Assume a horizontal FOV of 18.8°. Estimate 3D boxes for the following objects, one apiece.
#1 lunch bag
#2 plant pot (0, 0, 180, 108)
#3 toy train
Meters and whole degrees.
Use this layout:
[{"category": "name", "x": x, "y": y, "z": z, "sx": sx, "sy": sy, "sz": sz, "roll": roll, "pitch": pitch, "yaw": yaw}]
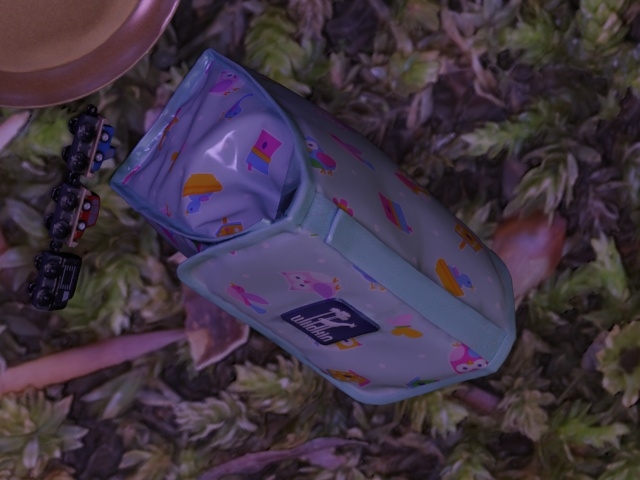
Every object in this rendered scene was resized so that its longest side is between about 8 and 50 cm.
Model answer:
[{"category": "lunch bag", "x": 0.000, "y": 0.000, "z": 1.377, "sx": 0.223, "sy": 0.262, "sz": 0.160, "roll": 37, "pitch": 90, "yaw": -31}, {"category": "plant pot", "x": -0.204, "y": -0.209, "z": 1.344, "sx": 0.236, "sy": 0.032, "sz": 0.236, "roll": -8, "pitch": 110, "yaw": -23}, {"category": "toy train", "x": -0.180, "y": -0.022, "z": 1.421, "sx": 0.036, "sy": 0.027, "sz": 0.158, "roll": 9, "pitch": 104, "yaw": -30}]
